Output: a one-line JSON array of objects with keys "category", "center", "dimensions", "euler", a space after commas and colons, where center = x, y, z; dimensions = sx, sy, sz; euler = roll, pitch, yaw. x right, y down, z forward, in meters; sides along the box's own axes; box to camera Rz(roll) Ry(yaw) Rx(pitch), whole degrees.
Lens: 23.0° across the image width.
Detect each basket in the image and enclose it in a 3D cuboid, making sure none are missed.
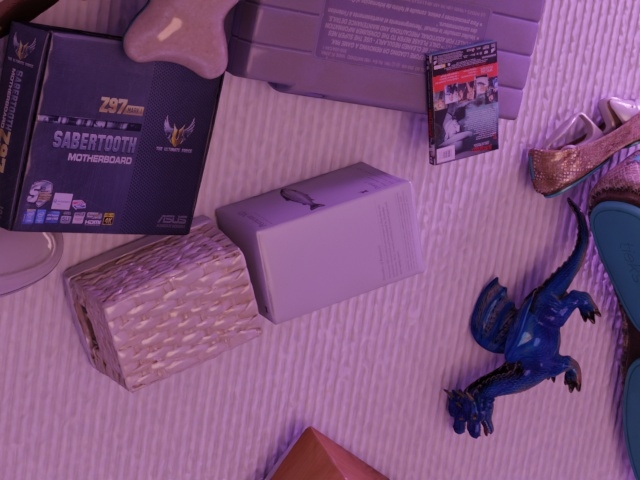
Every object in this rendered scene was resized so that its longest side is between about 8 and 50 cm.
[{"category": "basket", "center": [-0.152, 0.063, 1.557], "dimensions": [0.167, 0.103, 0.113], "euler": [-24, 115, -21]}]

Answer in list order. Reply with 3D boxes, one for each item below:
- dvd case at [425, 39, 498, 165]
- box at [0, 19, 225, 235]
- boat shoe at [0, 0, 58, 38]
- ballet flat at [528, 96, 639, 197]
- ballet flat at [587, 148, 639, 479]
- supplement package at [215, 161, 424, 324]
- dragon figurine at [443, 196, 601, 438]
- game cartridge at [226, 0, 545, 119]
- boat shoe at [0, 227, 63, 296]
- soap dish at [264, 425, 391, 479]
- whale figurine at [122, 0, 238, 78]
[{"category": "dvd case", "center": [0.149, -0.144, 1.643], "dimensions": [0.087, 0.013, 0.119], "euler": [-16, 113, -28]}, {"category": "box", "center": [-0.200, -0.099, 1.466], "dimensions": [0.233, 0.059, 0.183], "euler": [2, 104, -51]}, {"category": "boat shoe", "center": [-0.304, -0.229, 1.395], "dimensions": [0.257, 0.095, 0.095], "euler": [-39, 88, -9]}, {"category": "ballet flat", "center": [0.319, -0.122, 1.778], "dimensions": [0.206, 0.073, 0.067], "euler": [-31, 102, -21]}, {"category": "ballet flat", "center": [0.433, 0.100, 1.853], "dimensions": [0.182, 0.164, 0.483], "euler": [-40, 125, -37]}, {"category": "supplement package", "center": [0.000, 0.000, 1.619], "dimensions": [0.179, 0.105, 0.105], "euler": [-19, 113, -23]}, {"category": "dragon figurine", "center": [0.230, 0.094, 1.780], "dimensions": [0.144, 0.085, 0.289], "euler": [7, 102, -30]}, {"category": "game cartridge", "center": [0.078, -0.248, 1.605], "dimensions": [0.355, 0.068, 0.230], "euler": [6, 106, -35]}, {"category": "boat shoe", "center": [-0.340, 0.006, 1.424], "dimensions": [0.267, 0.088, 0.096], "euler": [4, 87, -40]}, {"category": "soap dish", "center": [0.031, 0.372, 1.737], "dimensions": [0.291, 0.118, 0.229], "euler": [38, 85, -32]}, {"category": "whale figurine", "center": [-0.108, -0.289, 1.422], "dimensions": [0.216, 0.141, 0.272], "euler": [9, 105, -30]}]
